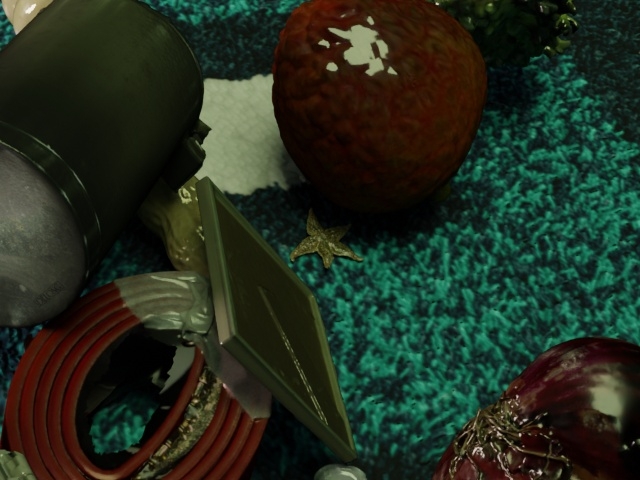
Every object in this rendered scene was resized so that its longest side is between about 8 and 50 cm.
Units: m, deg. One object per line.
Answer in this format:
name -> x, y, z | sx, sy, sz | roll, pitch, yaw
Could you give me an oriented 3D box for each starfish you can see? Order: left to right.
starfish -> 0.000, 0.000, 1.639 | 0.092, 0.016, 0.086 | -23, 54, -31

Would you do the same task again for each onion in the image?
onion -> 0.214, 0.212, 1.309 | 0.281, 0.280, 0.221 | -1, 12, -18

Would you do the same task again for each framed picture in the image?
framed picture -> -0.043, 0.071, 1.422 | 0.192, 0.018, 0.265 | 48, 14, -30

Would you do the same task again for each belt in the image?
belt -> -0.162, 0.158, 1.353 | 0.227, 0.115, 0.323 | 20, 42, 0

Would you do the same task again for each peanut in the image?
peanut -> -0.126, -0.006, 1.561 | 0.082, 0.082, 0.187 | -17, 52, -31

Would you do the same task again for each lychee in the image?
lychee -> 0.065, -0.148, 1.665 | 0.255, 0.300, 0.255 | -15, 43, 15

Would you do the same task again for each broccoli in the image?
broccoli -> 0.153, -0.322, 1.805 | 0.334, 0.272, 0.324 | 12, 29, 17

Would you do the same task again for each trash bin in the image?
trash bin -> -0.250, -0.088, 1.409 | 0.252, 0.203, 0.301 | 43, 36, -11

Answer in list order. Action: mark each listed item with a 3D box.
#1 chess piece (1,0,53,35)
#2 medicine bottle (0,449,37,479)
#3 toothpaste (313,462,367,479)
chess piece -> -0.256, -0.195, 1.690 | 0.143, 0.142, 0.260 | -8, 55, -24
medicine bottle -> -0.317, 0.288, 1.128 | 0.282, 0.123, 0.375 | -30, 58, -10
toothpaste -> 0.009, 0.293, 1.298 | 0.057, 0.089, 0.234 | -10, 37, 14
